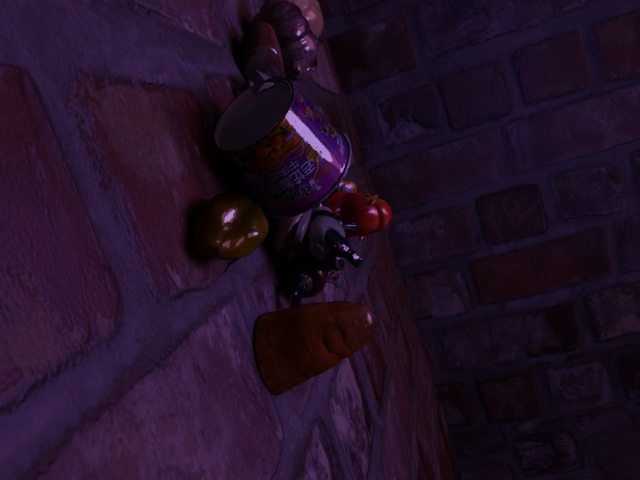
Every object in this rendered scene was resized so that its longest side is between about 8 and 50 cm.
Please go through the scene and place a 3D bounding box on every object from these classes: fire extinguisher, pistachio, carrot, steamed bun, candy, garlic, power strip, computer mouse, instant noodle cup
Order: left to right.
[{"bbox_3d":[-0.145,-0.026,0.841,0.189,0.110,0.100,-45,150,-74],"label":"pistachio"},{"bbox_3d":[-0.153,-0.474,1.291,0.175,0.107,0.144,76,0,-61],"label":"steamed bun"},{"bbox_3d":[-0.116,-0.369,1.265,0.048,0.080,0.286,50,20,10],"label":"power strip"},{"bbox_3d":[-0.088,-0.198,1.008,0.190,0.251,0.251,46,31,-44],"label":"instant noodle cup"},{"bbox_3d":[-0.089,-0.578,1.419,0.245,0.161,0.245,45,-23,25],"label":"garlic"},{"bbox_3d":[-0.066,-0.076,1.134,0.145,0.082,0.236,117,-25,-47],"label":"computer mouse"},{"bbox_3d":[-0.081,-0.795,1.778,0.299,0.188,0.187,-50,123,-80],"label":"pistachio"},{"bbox_3d":[-0.033,0.077,1.182,0.344,0.102,0.138,-71,177,-65],"label":"fire extinguisher"},{"bbox_3d":[0.001,0.000,1.394,0.059,0.086,0.292,-24,97,-68],"label":"candy"},{"bbox_3d":[0.002,0.189,0.945,0.159,0.225,0.159,-18,90,-80],"label":"carrot"}]

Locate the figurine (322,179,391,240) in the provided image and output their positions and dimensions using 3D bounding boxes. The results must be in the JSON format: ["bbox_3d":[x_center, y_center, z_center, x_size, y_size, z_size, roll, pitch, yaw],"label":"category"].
[{"bbox_3d":[0.085,-0.088,1.538,0.180,0.208,0.257,-69,-157,10],"label":"figurine"}]

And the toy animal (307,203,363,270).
[{"bbox_3d":[0.022,-0.014,1.138,0.121,0.094,0.225,35,27,-21],"label":"toy animal"}]
